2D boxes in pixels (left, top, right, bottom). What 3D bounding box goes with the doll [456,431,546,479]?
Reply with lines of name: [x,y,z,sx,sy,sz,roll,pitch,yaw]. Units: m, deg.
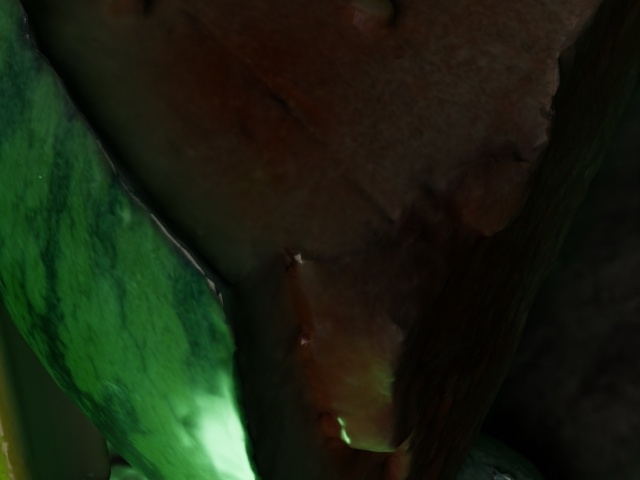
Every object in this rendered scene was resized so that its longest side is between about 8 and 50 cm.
doll: [0.025,0.143,0.573,0.120,0.075,0.180,43,121,16]

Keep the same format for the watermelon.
watermelon: [-0.044,-0.076,0.441,0.292,0.222,0.319,36,108,16]

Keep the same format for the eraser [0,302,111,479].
eraser: [-0.187,0.009,0.662,0.158,0.069,0.226,-3,102,35]
